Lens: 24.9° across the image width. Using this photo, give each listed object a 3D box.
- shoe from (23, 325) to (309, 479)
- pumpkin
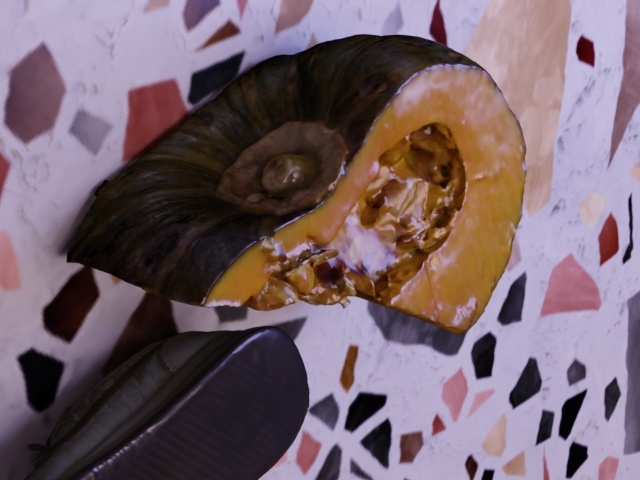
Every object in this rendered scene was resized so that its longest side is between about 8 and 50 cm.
[{"bbox_3d":[-0.124,0.142,0.802,0.275,0.098,0.103,-40,124,-34],"label":"shoe"},{"bbox_3d":[-0.001,0.000,0.872,0.280,0.139,0.190,-44,133,-31],"label":"pumpkin"}]
